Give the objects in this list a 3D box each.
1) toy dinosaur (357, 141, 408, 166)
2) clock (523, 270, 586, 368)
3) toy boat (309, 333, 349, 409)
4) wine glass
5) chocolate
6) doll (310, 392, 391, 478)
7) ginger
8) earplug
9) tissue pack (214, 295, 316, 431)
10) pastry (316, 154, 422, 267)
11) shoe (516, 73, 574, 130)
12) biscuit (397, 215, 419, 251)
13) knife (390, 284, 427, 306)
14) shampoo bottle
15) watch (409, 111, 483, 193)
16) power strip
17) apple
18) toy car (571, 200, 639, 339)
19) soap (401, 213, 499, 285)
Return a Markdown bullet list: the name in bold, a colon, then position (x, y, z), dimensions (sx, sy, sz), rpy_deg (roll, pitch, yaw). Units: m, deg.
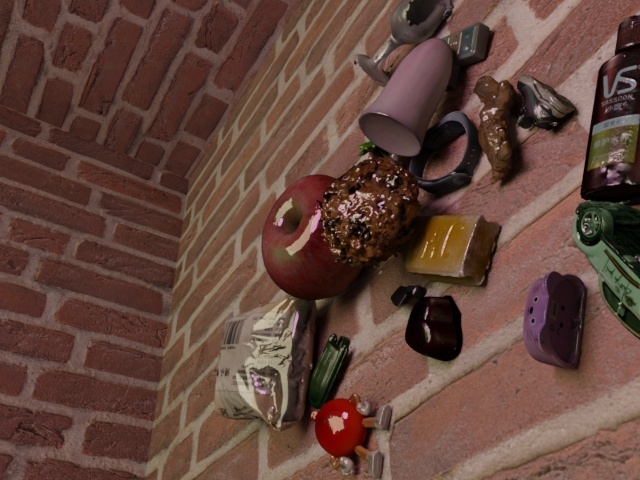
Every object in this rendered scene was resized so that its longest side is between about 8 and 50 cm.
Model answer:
- **toy dinosaur**: position (0.194, -0.188, 1.514), dimensions (0.194, 0.152, 0.176), rpy_deg (-129, 24, -70)
- **clock**: position (0.374, 0.125, 0.910), dimensions (0.050, 0.110, 0.152), rpy_deg (-11, 60, 56)
- **toy boat**: position (0.017, 0.348, 1.486), dimensions (0.104, 0.052, 0.210), rpy_deg (29, 98, 61)
- **wine glass**: position (0.245, -0.618, 1.677), dimensions (0.321, 0.144, 0.143), rpy_deg (-46, 34, 38)
- **chocolate**: position (0.226, 0.180, 1.184), dimensions (0.125, 0.080, 0.148), rpy_deg (-35, 43, 48)
- **doll**: position (0.064, 0.446, 1.297), dimensions (0.217, 0.085, 0.183), rpy_deg (-3, 69, 43)
- **ginger**: position (0.386, -0.260, 1.222), dimensions (0.122, 0.084, 0.290), rpy_deg (75, -163, -54)
- **earplug**: position (0.239, -0.380, 1.392), dimensions (0.301, 0.172, 0.172), rpy_deg (-60, 24, -13)
- **tissue pack**: position (-0.166, 0.357, 1.667), dimensions (0.376, 0.195, 0.389), rpy_deg (-17, 56, 50)
- **pastry**: position (0.122, -0.057, 1.312), dimensions (0.275, 0.193, 0.274), rpy_deg (-14, 55, 21)
- **shoe**: position (0.436, -0.271, 1.142), dimensions (0.099, 0.071, 0.169), rpy_deg (-62, 27, 28)
- **biscuit**: position (0.219, -0.016, 1.413), dimensions (0.083, 0.018, 0.081), rpy_deg (-25, 49, 54)
- **knife**: position (0.189, 0.127, 1.281), dimensions (0.060, 0.028, 0.230), rpy_deg (-53, 2, -6)
- **shampoo bottle**: position (0.516, -0.221, 0.931), dimensions (0.129, 0.084, 0.322), rpy_deg (-6, 65, 58)
- **watch**: position (0.295, -0.202, 1.356), dimensions (0.206, 0.068, 0.192), rpy_deg (-29, 45, 49)
- **power strip**: position (0.349, -0.468, 1.471), dimensions (0.216, 0.061, 0.145), rpy_deg (5, 82, 63)
- **apple**: position (0.000, 0.000, 1.558), dimensions (0.345, 0.269, 0.344), rpy_deg (-25, 50, 34)
- **toy car**: position (0.463, 0.057, 0.779), dimensions (0.305, 0.136, 0.125), rpy_deg (-109, 25, -54)
- **soap**: position (0.272, 0.017, 1.225), dimensions (0.232, 0.073, 0.140), rpy_deg (2, 68, 63)
